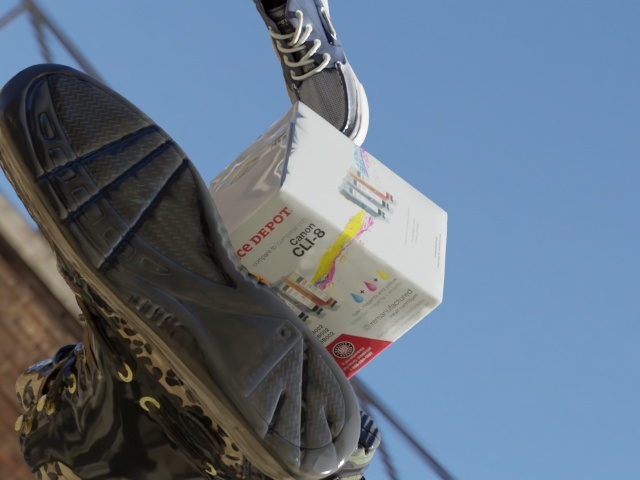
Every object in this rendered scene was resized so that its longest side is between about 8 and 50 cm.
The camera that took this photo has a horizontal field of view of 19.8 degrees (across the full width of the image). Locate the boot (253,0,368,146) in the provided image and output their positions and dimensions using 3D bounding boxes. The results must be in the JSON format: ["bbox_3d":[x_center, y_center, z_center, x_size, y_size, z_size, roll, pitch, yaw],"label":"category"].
[{"bbox_3d":[-0.018,-0.168,1.627,0.086,0.069,0.190,30,36,-62],"label":"boot"}]

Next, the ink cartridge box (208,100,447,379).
[{"bbox_3d":[0.000,0.000,1.542,0.176,0.127,0.128,36,-56,-19],"label":"ink cartridge box"}]

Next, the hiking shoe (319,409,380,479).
[{"bbox_3d":[-0.049,0.249,1.938,0.086,0.226,0.114,-110,-160,-48],"label":"hiking shoe"}]

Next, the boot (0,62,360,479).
[{"bbox_3d":[-0.166,0.070,1.443,0.377,0.138,0.284,49,-41,-3],"label":"boot"}]
